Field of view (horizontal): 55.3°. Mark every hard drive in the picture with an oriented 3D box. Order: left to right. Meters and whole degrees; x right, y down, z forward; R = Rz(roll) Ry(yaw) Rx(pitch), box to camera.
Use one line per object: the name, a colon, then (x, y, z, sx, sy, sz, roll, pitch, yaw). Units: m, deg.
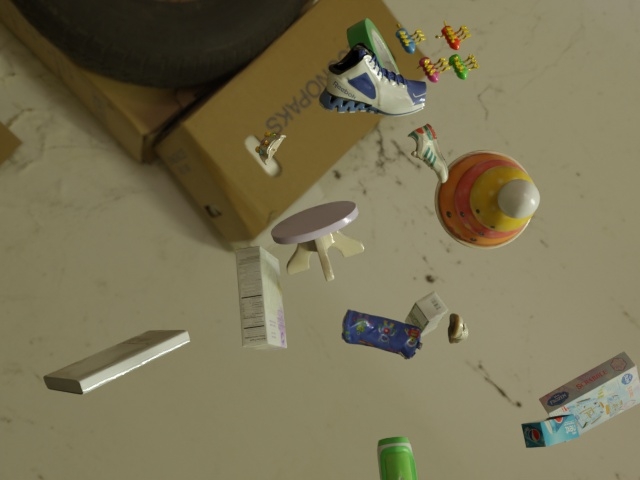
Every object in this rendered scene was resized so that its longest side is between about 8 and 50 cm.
hard drive: (-0.593, 0.349, 1.797, 0.233, 0.047, 0.353, -8, -170, 43)

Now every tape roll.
tape roll: (0.201, -0.615, 2.147, 0.077, 0.321, 0.321, -24, -167, 20)

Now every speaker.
speaker: (0.273, 0.848, 2.135, 0.131, 0.131, 0.296, -39, -132, 47)

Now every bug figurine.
bug figurine: (0.357, -0.583, 1.884, 0.279, 0.216, 0.072, -14, 162, -30)

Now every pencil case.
pencil case: (0.226, 0.354, 2.285, 0.119, 0.306, 0.133, 93, 13, -60)

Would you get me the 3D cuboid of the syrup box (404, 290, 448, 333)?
syrup box: (0.409, 0.295, 2.382, 0.096, 0.093, 0.237, -29, 159, -14)

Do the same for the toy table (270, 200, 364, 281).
toy table: (0.000, 0.000, 1.908, 0.274, 0.160, 0.252, -13, -153, 13)

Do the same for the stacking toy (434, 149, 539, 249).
stacking toy: (0.571, -0.138, 1.958, 0.350, 0.350, 0.480, -45, 180, 2)

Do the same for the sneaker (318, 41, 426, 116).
sneaker: (0.157, -0.465, 1.753, 0.127, 0.316, 0.182, -98, -171, -49)

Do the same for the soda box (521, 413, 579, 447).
soda box: (0.693, 0.572, 1.839, 0.210, 0.071, 0.067, 6, 159, -42)

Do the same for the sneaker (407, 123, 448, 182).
sneaker: (0.277, -0.219, 1.597, 0.075, 0.161, 0.057, -21, -172, -1)

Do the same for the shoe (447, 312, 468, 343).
shoe: (0.442, 0.280, 1.949, 0.219, 0.058, 0.076, 69, 19, -68)

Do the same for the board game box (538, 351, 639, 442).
board game box: (0.931, 0.543, 2.087, 0.318, 0.318, 0.066, -32, -134, 8)

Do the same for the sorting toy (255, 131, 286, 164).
sorting toy: (-0.114, -0.216, 1.408, 0.083, 0.045, 0.075, -57, -160, 2)

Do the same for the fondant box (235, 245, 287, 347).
fondant box: (-0.203, 0.207, 2.113, 0.096, 0.330, 0.238, -8, 165, 10)
